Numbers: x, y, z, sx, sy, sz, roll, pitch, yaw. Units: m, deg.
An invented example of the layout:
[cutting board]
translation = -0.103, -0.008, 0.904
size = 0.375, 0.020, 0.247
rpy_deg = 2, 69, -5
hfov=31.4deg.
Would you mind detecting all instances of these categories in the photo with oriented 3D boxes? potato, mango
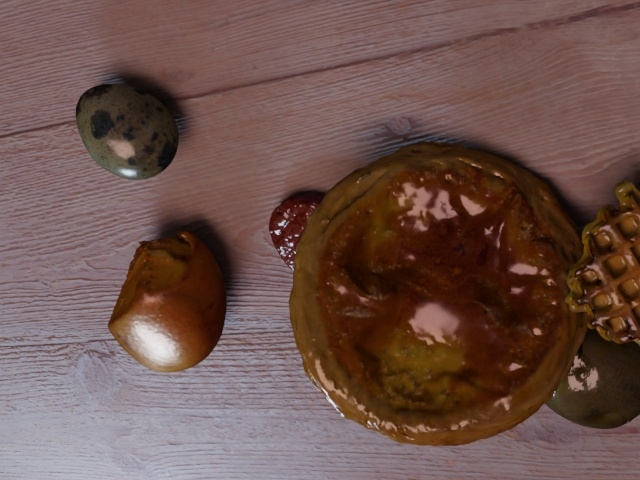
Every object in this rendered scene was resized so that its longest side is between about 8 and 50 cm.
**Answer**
[potato]
translation = 0.410, 0.200, 1.733
size = 0.178, 0.160, 0.235
rpy_deg = 22, 155, 46
[mango]
translation = -0.275, 0.132, 2.031
size = 0.199, 0.201, 0.350
rpy_deg = 49, 150, 26

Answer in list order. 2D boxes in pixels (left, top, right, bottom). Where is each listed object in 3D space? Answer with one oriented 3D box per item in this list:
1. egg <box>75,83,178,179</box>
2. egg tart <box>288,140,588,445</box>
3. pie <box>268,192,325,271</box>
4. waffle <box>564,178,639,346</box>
[egg]
translation = -0.312, -0.176, 1.817
size = 0.182, 0.141, 0.141
rpy_deg = 37, 136, 7
[egg tart]
translation = 0.171, 0.076, 1.655
size = 0.443, 0.443, 0.178
rpy_deg = 27, 175, 6
[pie]
translation = 0.000, 0.000, 1.858
size = 0.182, 0.049, 0.182
rpy_deg = 16, 132, 19
[waffle]
translation = 0.462, 0.035, 1.531
size = 0.243, 0.059, 0.237
rpy_deg = 12, 97, -3
